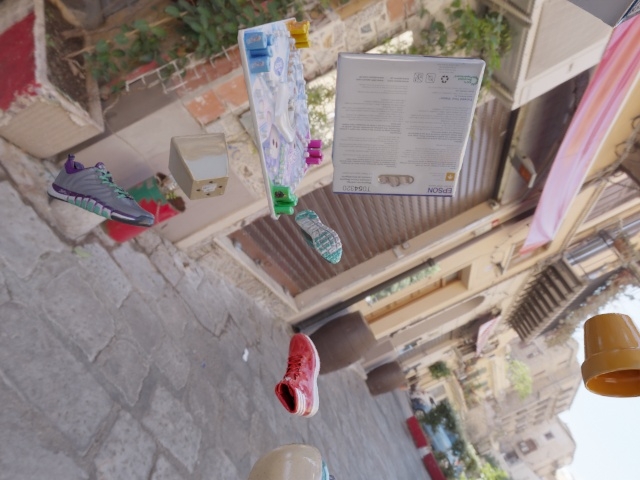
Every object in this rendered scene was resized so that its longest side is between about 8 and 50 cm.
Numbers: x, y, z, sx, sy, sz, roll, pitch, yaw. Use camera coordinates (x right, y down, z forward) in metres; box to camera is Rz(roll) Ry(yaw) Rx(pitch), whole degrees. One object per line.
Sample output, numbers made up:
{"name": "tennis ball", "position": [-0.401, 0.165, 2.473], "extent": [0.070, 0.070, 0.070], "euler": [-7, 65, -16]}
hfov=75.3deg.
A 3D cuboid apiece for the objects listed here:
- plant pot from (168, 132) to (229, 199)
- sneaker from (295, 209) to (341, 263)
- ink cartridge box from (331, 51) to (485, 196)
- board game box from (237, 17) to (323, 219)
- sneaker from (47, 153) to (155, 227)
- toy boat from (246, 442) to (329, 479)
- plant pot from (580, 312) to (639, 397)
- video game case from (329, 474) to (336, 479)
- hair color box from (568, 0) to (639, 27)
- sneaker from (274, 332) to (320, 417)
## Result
{"name": "plant pot", "position": [-0.243, -0.145, 0.854], "extent": [0.096, 0.109, 0.109], "euler": [67, -30, 17]}
{"name": "sneaker", "position": [0.000, 0.000, 0.996], "extent": [0.166, 0.065, 0.076], "euler": [55, -16, 35]}
{"name": "ink cartridge box", "position": [0.193, -0.271, 1.004], "extent": [0.071, 0.324, 0.330], "euler": [-93, -175, -58]}
{"name": "board game box", "position": [-0.069, -0.307, 0.997], "extent": [0.390, 0.050, 0.390], "euler": [-69, 156, -57]}
{"name": "sneaker", "position": [-0.416, -0.098, 0.802], "extent": [0.223, 0.098, 0.083], "euler": [19, -3, 7]}
{"name": "toy boat", "position": [-0.017, 0.425, 0.576], "extent": [0.148, 0.318, 0.267], "euler": [34, 49, -17]}
{"name": "plant pot", "position": [0.841, 0.317, 1.175], "extent": [0.205, 0.205, 0.188], "euler": [62, 29, -44]}
{"name": "video game case", "position": [-0.108, 0.600, 0.926], "extent": [0.274, 0.196, 0.026], "euler": [34, 8, -43]}
{"name": "hair color box", "position": [0.407, -0.464, 0.475], "extent": [0.174, 0.105, 0.347], "euler": [47, -30, 20]}
{"name": "sneaker", "position": [-0.061, 0.341, 1.083], "extent": [0.128, 0.087, 0.221], "euler": [45, 28, -56]}
